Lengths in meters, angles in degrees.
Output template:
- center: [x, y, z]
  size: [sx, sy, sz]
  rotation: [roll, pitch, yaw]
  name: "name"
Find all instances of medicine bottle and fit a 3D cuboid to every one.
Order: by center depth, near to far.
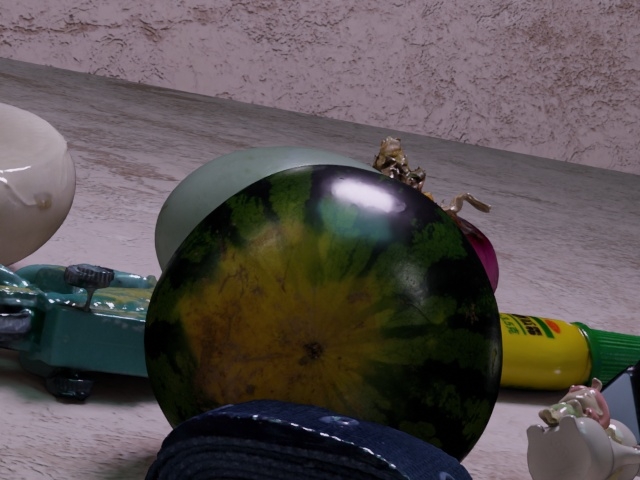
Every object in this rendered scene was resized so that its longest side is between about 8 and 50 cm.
- center: [0.237, 0.118, 1.934]
  size: [0.309, 0.076, 0.111]
  rotation: [8, 13, -29]
  name: "medicine bottle"

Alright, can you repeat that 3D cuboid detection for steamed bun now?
- center: [-0.362, -0.044, 1.883]
  size: [0.232, 0.145, 0.232]
  rotation: [9, 25, -4]
  name: "steamed bun"

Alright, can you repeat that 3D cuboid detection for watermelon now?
- center: [0.003, 0.071, 1.407]
  size: [0.269, 0.269, 0.269]
  rotation: [12, 10, -2]
  name: "watermelon"

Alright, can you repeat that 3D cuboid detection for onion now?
- center: [0.114, 0.021, 2.110]
  size: [0.177, 0.153, 0.177]
  rotation: [1, 5, 0]
  name: "onion"

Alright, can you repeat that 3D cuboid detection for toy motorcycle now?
- center: [-0.197, 0.063, 1.626]
  size: [0.297, 0.109, 0.198]
  rotation: [9, 9, -26]
  name: "toy motorcycle"

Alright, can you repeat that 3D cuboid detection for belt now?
- center: [0.004, 0.171, 1.234]
  size: [0.218, 0.122, 0.128]
  rotation: [15, 8, 20]
  name: "belt"

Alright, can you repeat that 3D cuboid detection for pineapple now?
- center: [0.067, -0.040, 2.358]
  size: [0.140, 0.164, 0.250]
  rotation: [-7, 24, -40]
  name: "pineapple"

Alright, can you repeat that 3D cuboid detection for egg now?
- center: [-0.021, 0.010, 1.840]
  size: [0.283, 0.203, 0.203]
  rotation: [11, 10, 0]
  name: "egg"

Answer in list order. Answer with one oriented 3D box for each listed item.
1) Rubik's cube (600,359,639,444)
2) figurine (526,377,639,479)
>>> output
- center: [0.435, 0.137, 1.863]
  size: [0.284, 0.250, 0.234]
  rotation: [13, -10, 28]
  name: "Rubik's cube"
- center: [0.240, 0.168, 1.602]
  size: [0.081, 0.098, 0.146]
  rotation: [5, 5, 36]
  name: "figurine"
